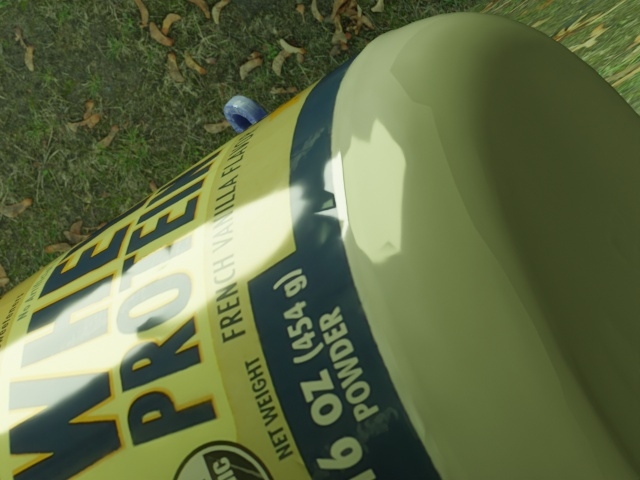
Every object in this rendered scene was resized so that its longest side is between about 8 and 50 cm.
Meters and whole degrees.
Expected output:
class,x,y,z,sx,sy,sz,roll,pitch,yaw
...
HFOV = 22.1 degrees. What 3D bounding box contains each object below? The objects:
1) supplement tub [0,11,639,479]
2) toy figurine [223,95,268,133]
class,x,y,z,sx,sy,sz,roll,pitch,yaw
supplement tub,-0.017,0.094,0.549,0.316,0.228,0.228,-32,9,27
toy figurine,0.000,0.000,1.075,0.191,0.217,0.362,-39,8,-19
